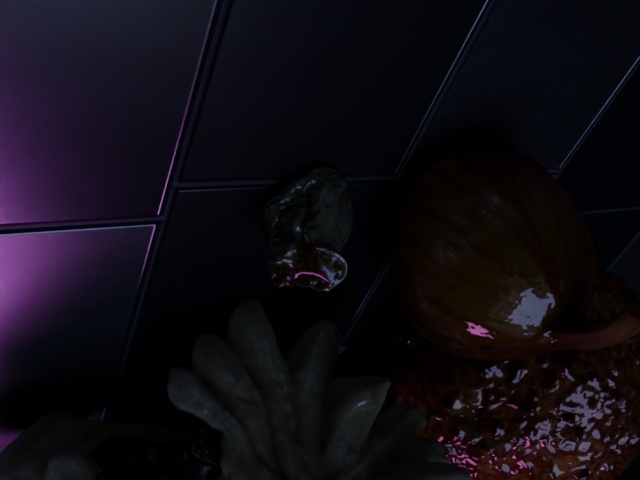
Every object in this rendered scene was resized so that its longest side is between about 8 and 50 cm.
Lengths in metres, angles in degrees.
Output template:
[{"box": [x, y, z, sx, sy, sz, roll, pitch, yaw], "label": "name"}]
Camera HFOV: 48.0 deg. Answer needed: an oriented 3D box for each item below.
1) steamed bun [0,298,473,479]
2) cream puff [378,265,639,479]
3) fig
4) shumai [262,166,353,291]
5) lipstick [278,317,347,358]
[{"box": [-0.034, 0.209, 0.587, 0.189, 0.427, 0.247, -60, -179, 41], "label": "steamed bun"}, {"box": [0.233, 0.169, 0.789, 0.350, 0.229, 0.350, -21, 147, -14], "label": "cream puff"}, {"box": [0.156, 0.035, 0.574, 0.175, 0.207, 0.175, -29, 147, -22], "label": "fig"}, {"box": [0.000, 0.000, 0.523, 0.082, 0.080, 0.083, 14, 124, -48], "label": "shumai"}, {"box": [-0.037, 0.125, 0.699, 0.129, 0.030, 0.030, -35, 146, 11], "label": "lipstick"}]
